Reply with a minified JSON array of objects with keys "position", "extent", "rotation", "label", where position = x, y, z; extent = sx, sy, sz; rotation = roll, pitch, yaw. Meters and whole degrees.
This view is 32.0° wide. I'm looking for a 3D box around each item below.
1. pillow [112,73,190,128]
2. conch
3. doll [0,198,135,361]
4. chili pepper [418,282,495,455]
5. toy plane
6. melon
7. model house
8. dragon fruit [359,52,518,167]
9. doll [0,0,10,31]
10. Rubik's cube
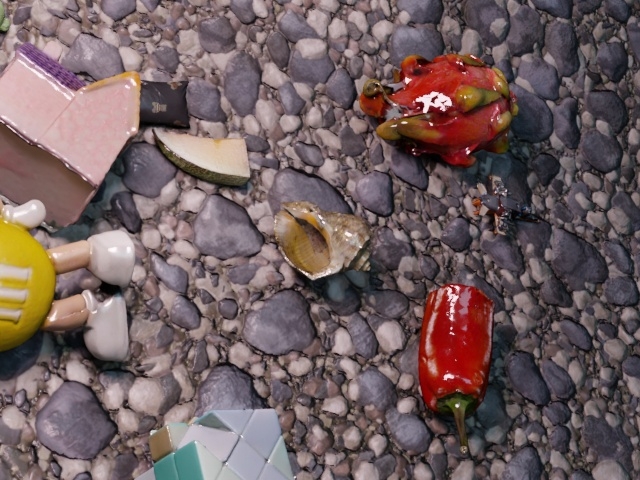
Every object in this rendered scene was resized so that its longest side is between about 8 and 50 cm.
[{"position":[-0.299,-0.246,1.996],"extent":[0.150,0.048,0.090],"rotation":[-1,70,-32],"label":"pillow"},{"position":[0.000,0.000,2.025],"extent":[0.207,0.130,0.155],"rotation":[37,44,4],"label":"conch"},{"position":[-0.482,0.091,1.709],"extent":[0.423,0.161,0.348],"rotation":[-28,103,-24],"label":"doll"},{"position":[0.248,0.255,2.067],"extent":[0.134,0.131,0.338],"rotation":[35,51,-43],"label":"chili pepper"},{"position":[0.395,-0.066,2.311],"extent":[0.188,0.062,0.135],"rotation":[12,65,-25],"label":"toy plane"},{"position":[-0.215,-0.153,2.008],"extent":[0.182,0.054,0.098],"rotation":[5,64,-29],"label":"melon"},{"position":[-0.433,-0.185,1.817],"extent":[0.237,0.202,0.237],"rotation":[34,53,-9],"label":"model house"},{"position":[0.238,-0.260,2.221],"extent":[0.307,0.243,0.227],"rotation":[2,93,10],"label":"dragon fruit"},{"position":[-0.589,-0.419,1.889],"extent":[0.115,0.077,0.150],"rotation":[-19,70,-44],"label":"doll"},{"position":[-0.166,0.394,1.745],"extent":[0.224,0.213,0.265],"rotation":[9,56,-42],"label":"Rubik's cube"}]
